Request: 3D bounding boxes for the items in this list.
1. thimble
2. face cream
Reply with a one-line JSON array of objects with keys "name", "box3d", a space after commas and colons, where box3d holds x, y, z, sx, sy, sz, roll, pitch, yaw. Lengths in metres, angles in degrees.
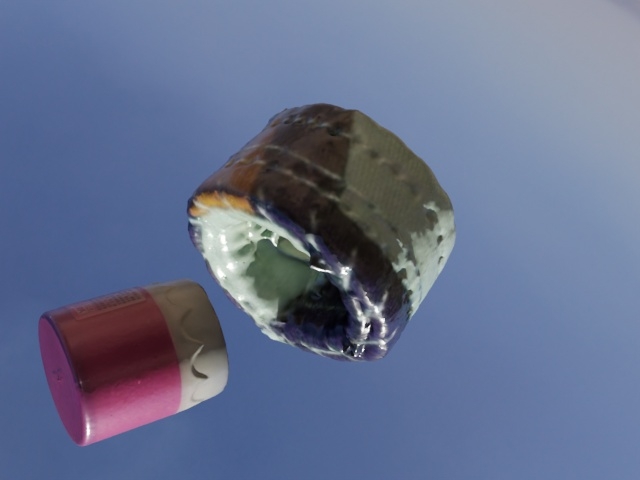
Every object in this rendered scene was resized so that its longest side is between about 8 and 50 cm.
[{"name": "thimble", "box3d": [0.000, 0.000, 0.734, 0.237, 0.237, 0.150, 38, -119, 6]}, {"name": "face cream", "box3d": [-0.240, 0.149, 1.015, 0.195, 0.175, 0.175, -16, -129, -31]}]
